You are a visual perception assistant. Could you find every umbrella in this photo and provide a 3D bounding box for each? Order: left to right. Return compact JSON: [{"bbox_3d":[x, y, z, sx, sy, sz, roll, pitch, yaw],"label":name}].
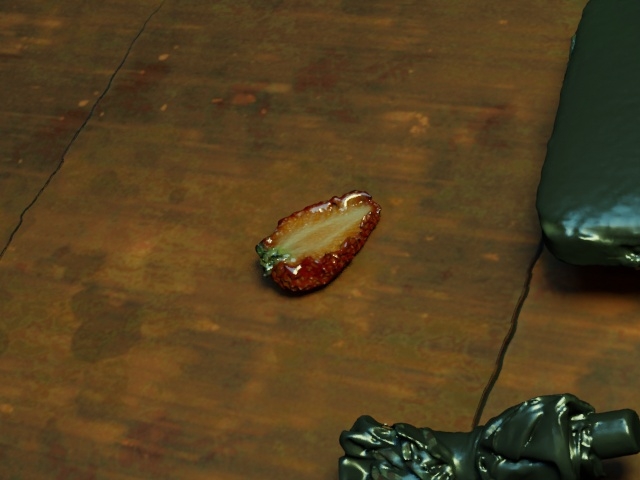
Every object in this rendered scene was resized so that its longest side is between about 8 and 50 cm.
[{"bbox_3d":[0.151,0.193,1.378,0.272,0.122,0.110,-15,26,21],"label":"umbrella"}]

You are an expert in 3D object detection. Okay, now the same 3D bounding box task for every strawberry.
[{"bbox_3d":[0.001,0.003,1.640,0.152,0.048,0.104,-27,40,-19],"label":"strawberry"}]

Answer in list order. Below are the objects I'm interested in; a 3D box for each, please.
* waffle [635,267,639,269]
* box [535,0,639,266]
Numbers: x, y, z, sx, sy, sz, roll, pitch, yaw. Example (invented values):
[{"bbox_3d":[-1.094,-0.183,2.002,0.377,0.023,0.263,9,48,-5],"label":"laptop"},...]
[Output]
[{"bbox_3d":[0.428,-0.016,1.482,0.254,0.052,0.245,25,62,34],"label":"waffle"},{"bbox_3d":[0.397,-0.118,1.491,0.350,0.091,0.359,1,48,21],"label":"box"}]
